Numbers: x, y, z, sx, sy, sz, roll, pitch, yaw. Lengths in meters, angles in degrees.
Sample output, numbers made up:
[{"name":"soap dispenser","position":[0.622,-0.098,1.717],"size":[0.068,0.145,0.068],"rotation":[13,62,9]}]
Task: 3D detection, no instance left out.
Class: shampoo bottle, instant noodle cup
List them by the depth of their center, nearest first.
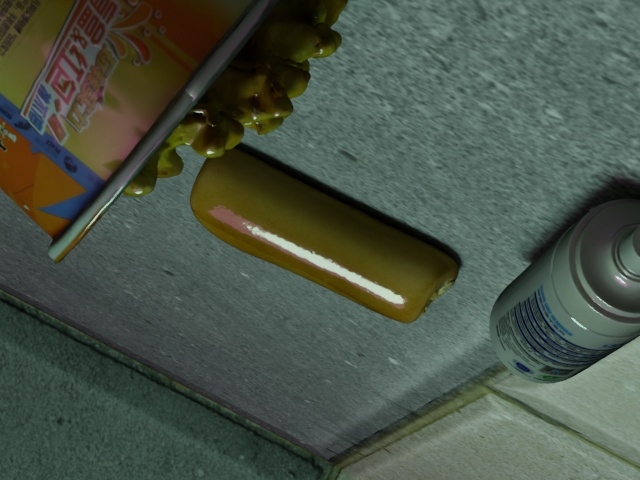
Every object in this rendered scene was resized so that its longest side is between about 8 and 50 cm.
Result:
[{"name":"instant noodle cup","position":[-0.116,-0.163,0.769],"size":[0.214,0.296,0.296],"rotation":[37,164,-8]},{"name":"shampoo bottle","position":[0.194,0.035,1.213],"size":[0.092,0.092,0.303],"rotation":[27,165,1]}]

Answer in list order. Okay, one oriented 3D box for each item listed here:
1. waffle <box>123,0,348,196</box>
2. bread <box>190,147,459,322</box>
[{"name":"waffle","position":[-0.148,-0.119,1.018],"size":[0.293,0.260,0.069],"rotation":[24,131,18]},{"name":"bread","position":[0.000,0.000,1.465],"size":[0.239,0.074,0.092],"rotation":[26,160,4]}]
